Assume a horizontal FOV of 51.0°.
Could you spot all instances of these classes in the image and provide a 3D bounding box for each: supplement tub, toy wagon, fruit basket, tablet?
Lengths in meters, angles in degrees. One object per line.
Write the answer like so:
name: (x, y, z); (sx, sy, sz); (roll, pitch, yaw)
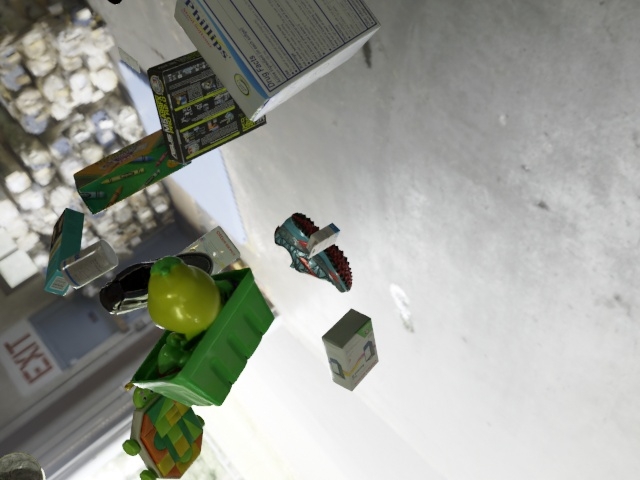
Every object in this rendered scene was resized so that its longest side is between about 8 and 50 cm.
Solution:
supplement tub: (-0.514, 0.052, 1.491); (0.071, 0.107, 0.071); (60, -179, -2)
toy wagon: (-0.483, 0.559, 2.038); (0.068, 0.267, 0.344); (-7, 115, 34)
fruit basket: (-0.330, 0.195, 1.689); (0.283, 0.392, 0.392); (-15, 113, 47)
tablet: (-0.589, -0.554, 2.065); (0.083, 0.006, 0.054); (38, 157, 11)

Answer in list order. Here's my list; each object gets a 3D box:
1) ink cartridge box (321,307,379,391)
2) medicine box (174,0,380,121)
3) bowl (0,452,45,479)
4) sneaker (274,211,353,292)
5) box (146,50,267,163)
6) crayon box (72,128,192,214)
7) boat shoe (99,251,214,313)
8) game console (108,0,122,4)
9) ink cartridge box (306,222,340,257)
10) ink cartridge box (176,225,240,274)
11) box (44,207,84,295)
ink cartridge box: (0.098, 0.349, 2.134); (0.093, 0.154, 0.212); (23, 140, 35)
medicine box: (-0.085, -0.426, 1.295); (0.263, 0.289, 0.149); (54, 160, -4)
bowl: (-0.821, 0.670, 1.843); (0.170, 0.170, 0.080); (46, 173, 17)
sneaker: (-0.020, 0.046, 1.799); (0.125, 0.104, 0.262); (-34, 104, 29)
box: (-0.251, -0.327, 1.544); (0.060, 0.270, 0.216); (20, 131, 37)
crayon box: (-0.481, -0.183, 1.712); (0.165, 0.278, 0.081); (39, 156, 61)
boat shoe: (-0.418, 0.100, 1.829); (0.158, 0.341, 0.127); (-33, 83, 54)
game console: (-0.404, -0.653, 1.440); (0.213, 0.044, 0.361); (49, 135, 3)
ink cartridge box: (0.000, 0.000, 1.460); (0.028, 0.083, 0.048); (46, 143, 19)
ink cartridge box: (-0.373, 0.048, 2.257); (0.128, 0.176, 0.127); (55, 174, -6)
box: (-0.732, 0.028, 1.923); (0.060, 0.100, 0.244); (21, -141, -32)
